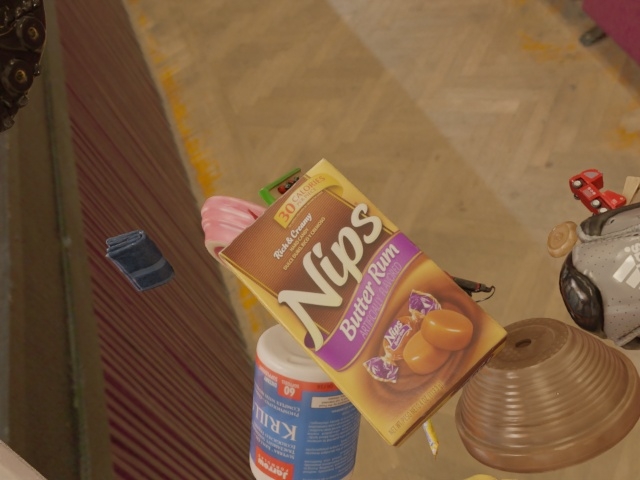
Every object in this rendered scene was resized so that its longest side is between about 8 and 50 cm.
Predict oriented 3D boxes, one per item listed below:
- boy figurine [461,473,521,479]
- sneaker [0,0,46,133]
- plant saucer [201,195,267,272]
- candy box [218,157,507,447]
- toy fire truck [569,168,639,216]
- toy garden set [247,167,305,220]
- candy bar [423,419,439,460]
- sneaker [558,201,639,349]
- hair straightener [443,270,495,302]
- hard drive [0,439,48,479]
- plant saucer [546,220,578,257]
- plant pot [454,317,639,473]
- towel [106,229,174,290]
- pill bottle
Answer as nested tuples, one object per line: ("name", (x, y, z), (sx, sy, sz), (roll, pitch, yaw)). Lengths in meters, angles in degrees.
("boy figurine", (0.291, 0.511, 1.495), (0.285, 0.177, 0.092), (-14, 85, 32))
("sneaker", (-0.217, -0.162, 0.446), (0.086, 0.085, 0.237), (-7, 83, 35))
("plant saucer", (-0.100, 0.035, 1.522), (0.332, 0.332, 0.084), (16, 69, 36))
("candy box", (0.028, 0.043, 0.553), (0.109, 0.053, 0.187), (-43, 70, -5))
("toy fire truck", (0.599, -0.086, 1.513), (0.135, 0.047, 0.192), (-30, 49, 0))
("toy garden set", (0.000, 0.000, 1.186), (0.049, 0.244, 0.204), (-45, -3, 37))
("candy bar", (0.235, 0.410, 1.672), (0.018, 0.040, 0.161), (-3, 28, -8))
("sneaker", (0.152, 0.006, 0.261), (0.132, 0.229, 0.086), (-18, 78, 12))
("hair straightener", (0.313, 0.109, 1.865), (0.231, 0.089, 0.047), (9, 57, -9))
("hard drive", (-0.365, 0.361, 0.843), (0.233, 0.353, 0.047), (-36, 24, 3))
("plant saucer", (0.495, -0.005, 1.581), (0.083, 0.015, 0.083), (-47, 28, 34))
("plant pot", (0.274, 0.173, 0.972), (0.237, 0.109, 0.237), (-22, 17, 7))
("towel", (-0.265, 0.033, 1.136), (0.067, 0.119, 0.029), (-19, 53, 3))
("pill bottle", (-0.017, 0.213, 0.870), (0.124, 0.221, 0.124), (4, 20, -1))
